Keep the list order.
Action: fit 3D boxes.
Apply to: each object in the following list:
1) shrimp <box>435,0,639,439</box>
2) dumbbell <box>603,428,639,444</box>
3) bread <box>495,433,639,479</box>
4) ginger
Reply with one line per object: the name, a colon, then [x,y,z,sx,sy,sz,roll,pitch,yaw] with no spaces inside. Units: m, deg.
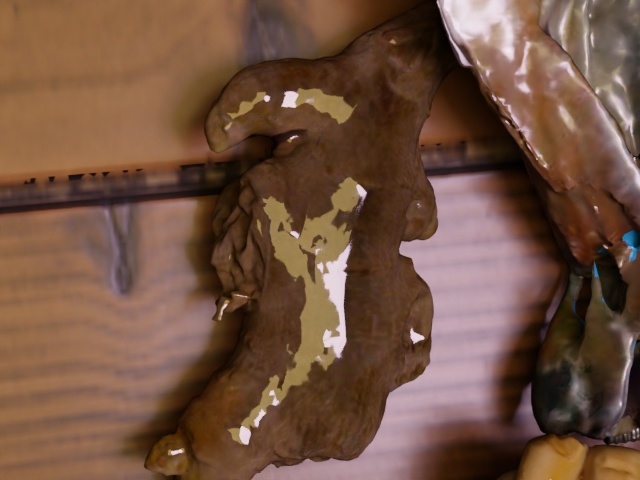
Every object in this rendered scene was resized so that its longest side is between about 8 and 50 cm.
shrimp: [0.155,-0.106,0.906,0.221,0.110,0.445,-5,91,-32]
dumbbell: [0.296,0.103,0.959,0.254,0.110,0.110,-6,91,-7]
bread: [0.231,0.213,0.909,0.311,0.121,0.173,11,120,-11]
ginger: [0.000,0.002,0.900,0.166,0.080,0.333,17,89,-25]
